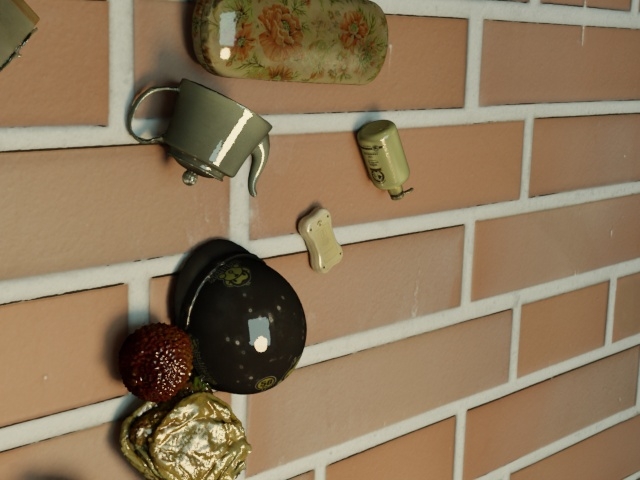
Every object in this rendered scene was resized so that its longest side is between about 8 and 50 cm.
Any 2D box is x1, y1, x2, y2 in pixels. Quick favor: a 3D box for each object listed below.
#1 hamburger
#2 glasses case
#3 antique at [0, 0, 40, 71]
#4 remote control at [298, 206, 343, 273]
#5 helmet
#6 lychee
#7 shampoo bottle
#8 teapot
[{"bbox_3d":[-0.230,0.334,1.674,0.183,0.130,0.206,-44,111,-25],"label":"hamburger"},{"bbox_3d":[-0.040,-0.350,1.721,0.425,0.098,0.156,-6,107,-45],"label":"glasses case"},{"bbox_3d":[-0.464,-0.290,1.271,0.152,0.146,0.148,50,61,-38],"label":"antique"},{"bbox_3d":[0.000,0.000,1.884,0.074,0.032,0.122,-38,123,-33],"label":"remote control"},{"bbox_3d":[-0.119,0.141,1.705,0.230,0.160,0.279,-37,124,-33],"label":"helmet"},{"bbox_3d":[-0.259,0.190,1.599,0.129,0.123,0.123,-43,126,-30],"label":"lychee"},{"bbox_3d":[0.129,-0.149,1.950,0.079,0.079,0.162,-41,126,-32],"label":"shampoo bottle"},{"bbox_3d":[-0.189,-0.159,1.591,0.239,0.162,0.149,27,91,-20],"label":"teapot"}]
